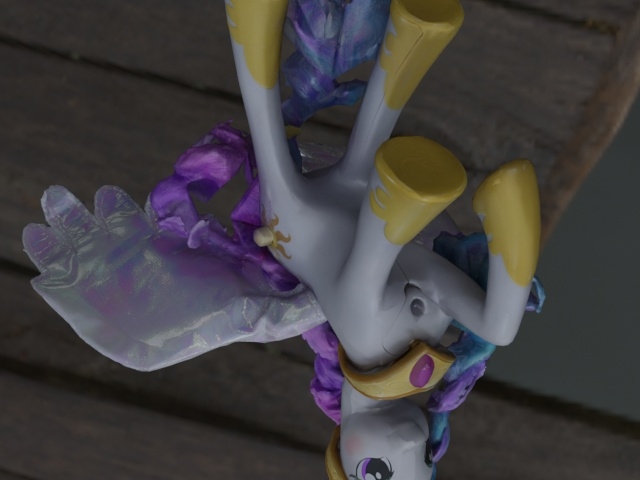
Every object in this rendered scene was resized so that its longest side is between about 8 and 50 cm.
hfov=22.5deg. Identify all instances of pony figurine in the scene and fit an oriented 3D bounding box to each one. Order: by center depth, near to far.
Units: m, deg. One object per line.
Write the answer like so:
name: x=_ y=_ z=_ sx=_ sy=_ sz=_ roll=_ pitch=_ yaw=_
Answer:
pony figurine: x=0.000 y=0.000 z=1.018 sx=0.303 sy=0.351 sz=0.363 roll=-19 pitch=139 yaw=-24
